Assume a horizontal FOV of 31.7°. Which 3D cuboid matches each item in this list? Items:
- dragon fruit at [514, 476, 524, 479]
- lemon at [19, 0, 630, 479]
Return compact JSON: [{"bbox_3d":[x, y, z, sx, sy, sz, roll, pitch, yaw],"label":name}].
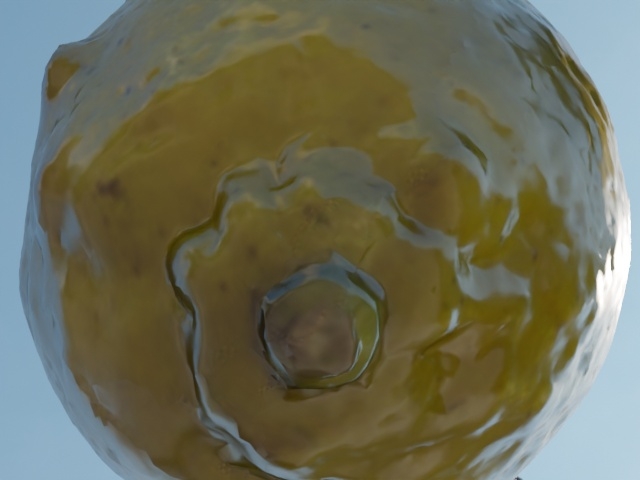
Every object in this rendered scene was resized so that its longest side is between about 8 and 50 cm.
[{"bbox_3d":[0.209,0.353,1.141,0.272,0.198,0.218,32,-67,10],"label":"dragon fruit"},{"bbox_3d":[0.000,0.000,0.494,0.285,0.316,0.285,12,-51,15],"label":"lemon"}]
